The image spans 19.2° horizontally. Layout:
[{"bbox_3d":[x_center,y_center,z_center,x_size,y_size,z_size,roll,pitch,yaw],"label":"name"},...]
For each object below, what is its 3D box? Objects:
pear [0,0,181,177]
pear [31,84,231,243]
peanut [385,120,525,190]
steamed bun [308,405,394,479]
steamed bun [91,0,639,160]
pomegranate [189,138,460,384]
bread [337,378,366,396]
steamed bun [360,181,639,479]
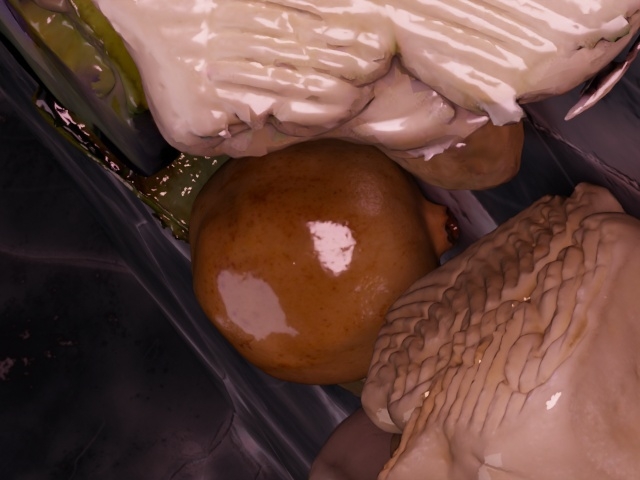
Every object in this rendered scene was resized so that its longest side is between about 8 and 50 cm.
[{"bbox_3d":[-0.205,-0.254,1.637,0.399,0.165,0.399,48,169,13],"label":"pear"},{"bbox_3d":[-0.171,-0.121,1.982,0.238,0.164,0.255,41,175,-7],"label":"pear"},{"bbox_3d":[0.045,-0.127,1.211,0.263,0.101,0.117,53,-174,-32],"label":"peanut"},{"bbox_3d":[0.132,0.278,1.845,0.247,0.236,0.383,34,152,27],"label":"steamed bun"},{"bbox_3d":[0.024,-0.186,0.848,0.207,0.268,0.280,-71,-42,-65],"label":"steamed bun"},{"bbox_3d":[-0.004,0.015,1.583,0.233,0.233,0.233,48,169,13],"label":"pomegranate"},{"bbox_3d":[0.063,0.152,2.035,0.267,0.040,0.267,27,172,4],"label":"bread"},{"bbox_3d":[0.158,0.114,1.210,0.203,0.276,0.289,42,146,-13],"label":"steamed bun"}]
